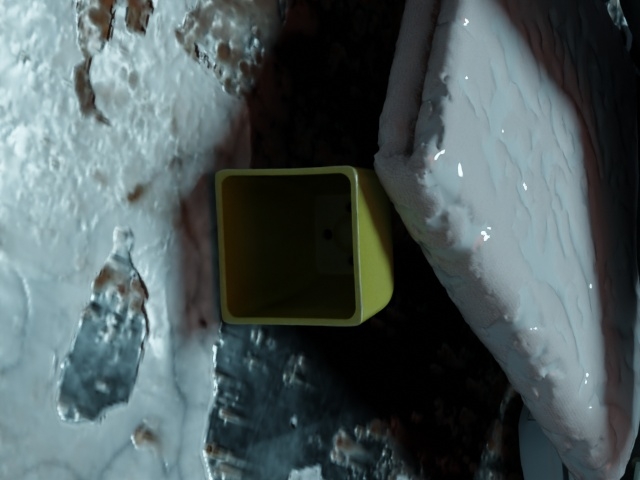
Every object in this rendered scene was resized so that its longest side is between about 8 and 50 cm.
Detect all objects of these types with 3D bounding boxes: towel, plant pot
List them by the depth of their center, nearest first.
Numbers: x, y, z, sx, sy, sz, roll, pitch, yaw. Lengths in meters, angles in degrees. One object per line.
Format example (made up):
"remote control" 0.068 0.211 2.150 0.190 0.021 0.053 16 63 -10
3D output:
"plant pot" 0.000 0.000 0.891 0.083 0.081 0.081 -10 99 -65
"towel" 0.132 -0.060 1.035 0.332 0.053 0.317 53 38 -43

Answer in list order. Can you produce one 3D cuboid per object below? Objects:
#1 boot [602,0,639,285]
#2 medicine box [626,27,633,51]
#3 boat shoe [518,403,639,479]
"boot" 0.220 -0.130 0.936 0.445 0.146 0.367 64 16 -56
"medicine box" 0.353 -0.012 1.310 0.263 0.149 0.289 11 82 -54
"boat shoe" 0.229 0.246 1.169 0.121 0.119 0.335 -46 126 -43
